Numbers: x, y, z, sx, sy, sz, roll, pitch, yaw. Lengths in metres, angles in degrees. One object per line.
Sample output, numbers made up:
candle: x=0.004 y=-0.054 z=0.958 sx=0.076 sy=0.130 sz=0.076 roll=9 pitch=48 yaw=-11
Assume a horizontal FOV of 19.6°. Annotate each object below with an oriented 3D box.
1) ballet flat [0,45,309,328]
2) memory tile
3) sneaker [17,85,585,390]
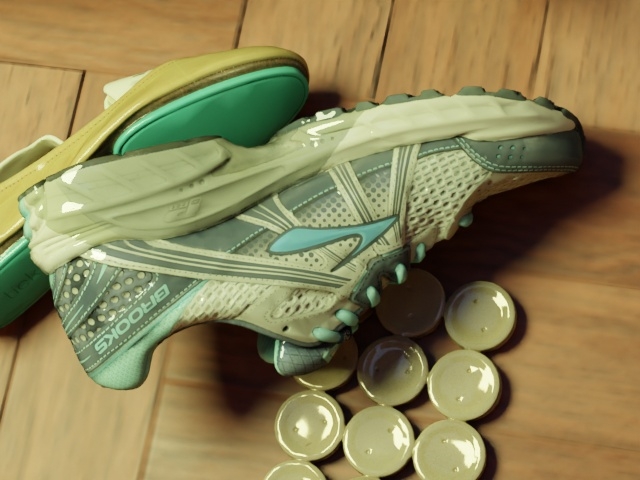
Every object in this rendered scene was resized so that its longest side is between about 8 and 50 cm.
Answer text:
ballet flat: x=-0.115 y=-0.044 z=0.974 sx=0.232 sy=0.080 sz=0.073 roll=-35 pitch=54 yaw=-2
memory tile: x=0.034 y=0.084 z=0.933 sx=0.113 sy=0.012 sz=0.148 roll=9 pitch=75 yaw=15
sneaker: x=0.000 y=0.000 z=0.919 sx=0.283 sy=0.110 sz=0.122 roll=-13 pitch=90 yaw=-9
